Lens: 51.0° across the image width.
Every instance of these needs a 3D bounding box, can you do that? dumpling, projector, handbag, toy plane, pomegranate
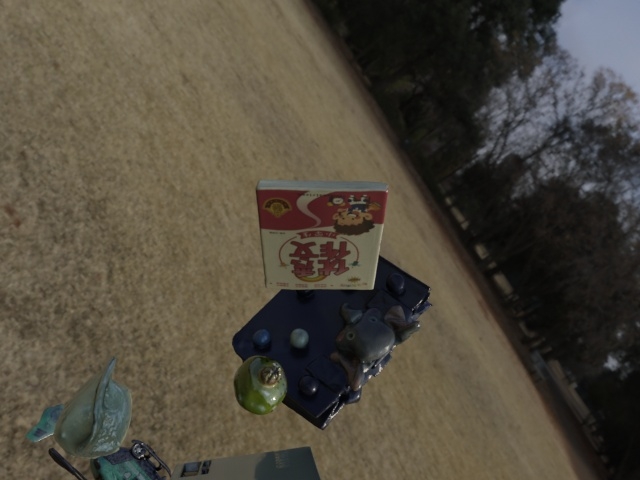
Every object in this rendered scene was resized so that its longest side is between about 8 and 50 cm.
[{"bbox_3d":[-0.334,0.267,1.040,0.108,0.153,0.219,45,-13,-15],"label":"dumpling"},{"bbox_3d":[-0.096,0.351,0.855,0.250,0.198,0.108,148,-63,-83],"label":"projector"},{"bbox_3d":[0.034,0.156,1.202,0.269,0.326,0.118,29,-28,30],"label":"handbag"},{"bbox_3d":[-0.465,0.502,1.483,0.382,0.106,0.155,48,48,-5],"label":"toy plane"},{"bbox_3d":[-0.071,0.173,0.835,0.073,0.085,0.073,26,25,-13],"label":"pomegranate"}]

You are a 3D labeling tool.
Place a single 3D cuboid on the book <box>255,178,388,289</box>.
[{"bbox_3d":[0.000,0.000,0.901,0.232,0.162,0.022,92,0,-54],"label":"book"}]
